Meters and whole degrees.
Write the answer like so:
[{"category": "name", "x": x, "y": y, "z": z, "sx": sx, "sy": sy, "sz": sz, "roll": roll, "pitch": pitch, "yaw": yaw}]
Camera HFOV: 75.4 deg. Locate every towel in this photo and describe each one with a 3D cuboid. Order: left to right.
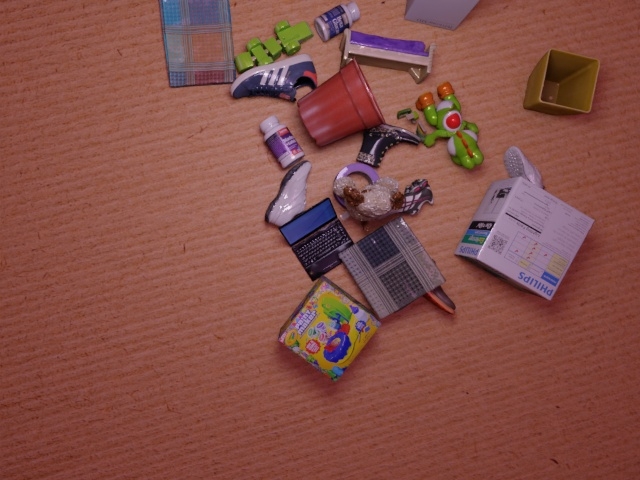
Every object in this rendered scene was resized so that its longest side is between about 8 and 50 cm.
[{"category": "towel", "x": -0.485, "y": -0.803, "z": 1.643, "sx": 0.272, "sy": 0.040, "sz": 0.369, "roll": -6, "pitch": 92, "yaw": -3}, {"category": "towel", "x": 0.280, "y": 0.111, "z": 1.643, "sx": 0.312, "sy": 0.056, "sz": 0.324, "roll": -34, "pitch": 85, "yaw": 15}]

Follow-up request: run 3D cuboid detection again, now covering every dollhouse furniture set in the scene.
[{"category": "dollhouse furniture set", "x": 0.371, "y": -0.470, "z": 1.688, "sx": 0.059, "sy": 0.076, "sz": 0.151, "roll": -21, "pitch": 71, "yaw": -6}]

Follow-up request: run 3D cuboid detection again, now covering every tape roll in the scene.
[{"category": "tape roll", "x": 0.147, "y": -0.216, "z": 1.688, "sx": 0.189, "sy": 0.080, "sz": 0.188, "roll": 0, "pitch": 92, "yaw": -5}]

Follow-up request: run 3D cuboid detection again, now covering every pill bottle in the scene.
[{"category": "pill bottle", "x": -0.157, "y": -0.392, "z": 1.644, "sx": 0.108, "sy": 0.108, "sz": 0.193, "roll": -34, "pitch": 94, "yaw": -3}, {"category": "pill bottle", "x": 0.069, "y": -0.880, "z": 1.655, "sx": 0.170, "sy": 0.094, "sz": 0.094, "roll": -31, "pitch": 94, "yaw": -3}]

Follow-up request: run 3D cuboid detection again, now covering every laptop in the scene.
[{"category": "laptop", "x": 0.000, "y": 0.000, "z": 1.654, "sx": 0.235, "sy": 0.136, "sz": 0.264, "roll": -32, "pitch": 94, "yaw": -2}]

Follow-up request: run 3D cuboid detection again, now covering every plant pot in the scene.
[{"category": "plant pot", "x": 0.071, "y": -0.504, "z": 1.577, "sx": 0.265, "sy": 0.272, "sz": 0.272, "roll": -24, "pitch": 93, "yaw": 16}, {"category": "plant pot", "x": 0.953, "y": -0.617, "z": 1.685, "sx": 0.213, "sy": 0.187, "sz": 0.211, "roll": 11, "pitch": 90, "yaw": -4}]

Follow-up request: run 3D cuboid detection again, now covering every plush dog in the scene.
[{"category": "plush dog", "x": 0.182, "y": -0.139, "z": 1.537, "sx": 0.263, "sy": 0.225, "sz": 0.210, "roll": 0, "pitch": 91, "yaw": -6}]

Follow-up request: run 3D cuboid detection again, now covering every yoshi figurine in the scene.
[{"category": "yoshi figurine", "x": 0.539, "y": -0.443, "z": 1.692, "sx": 0.203, "sy": 0.204, "sz": 0.361, "roll": -18, "pitch": 78, "yaw": -38}]

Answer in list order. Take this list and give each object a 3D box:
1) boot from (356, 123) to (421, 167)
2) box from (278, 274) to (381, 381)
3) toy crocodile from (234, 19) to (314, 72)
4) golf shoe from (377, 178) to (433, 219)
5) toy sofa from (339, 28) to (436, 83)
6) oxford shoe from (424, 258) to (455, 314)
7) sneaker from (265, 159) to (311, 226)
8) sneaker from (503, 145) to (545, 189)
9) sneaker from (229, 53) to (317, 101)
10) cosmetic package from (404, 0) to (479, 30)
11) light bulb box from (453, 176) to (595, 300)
[{"category": "boot", "x": 0.273, "y": -0.377, "z": 1.693, "sx": 0.237, "sy": 0.085, "sz": 0.178, "roll": 18, "pitch": 93, "yaw": 0}, {"category": "box", "x": 0.032, "y": 0.340, "z": 1.642, "sx": 0.279, "sy": 0.177, "sz": 0.289, "roll": 37, "pitch": 92, "yaw": -4}, {"category": "toy crocodile", "x": -0.183, "y": -0.763, "z": 1.644, "sx": 0.341, "sy": 0.105, "sz": 0.115, "roll": -34, "pitch": 93, "yaw": -7}, {"category": "golf shoe", "x": 0.341, "y": -0.144, "z": 1.696, "sx": 0.273, "sy": 0.105, "sz": 0.120, "roll": -31, "pitch": 101, "yaw": -2}, {"category": "toy sofa", "x": 0.260, "y": -0.753, "z": 1.646, "sx": 0.364, "sy": 0.150, "sz": 0.176, "roll": 7, "pitch": 92, "yaw": -5}, {"category": "oxford shoe", "x": 0.446, "y": 0.150, "z": 1.699, "sx": 0.133, "sy": 0.130, "sz": 0.363, "roll": -43, "pitch": 94, "yaw": -6}, {"category": "sneaker", "x": -0.109, "y": -0.184, "z": 1.671, "sx": 0.130, "sy": 0.111, "sz": 0.296, "roll": 28, "pitch": 93, "yaw": -20}, {"category": "sneaker", "x": 0.861, "y": -0.297, "z": 1.747, "sx": 0.095, "sy": 0.090, "sz": 0.234, "roll": -30, "pitch": 97, "yaw": -16}, {"category": "sneaker", "x": -0.174, "y": -0.603, "z": 1.626, "sx": 0.351, "sy": 0.131, "sz": 0.147, "roll": -22, "pitch": 90, "yaw": -3}, {"category": "cosmetic package", "x": 0.485, "y": -0.967, "z": 1.505, "sx": 0.231, "sy": 0.453, "sz": 0.161, "roll": 10, "pitch": 91, "yaw": -4}, {"category": "light bulb box", "x": 0.807, "y": -0.011, "z": 1.671, "sx": 0.358, "sy": 0.225, "sz": 0.360, "roll": 29, "pitch": 90, "yaw": -5}]
